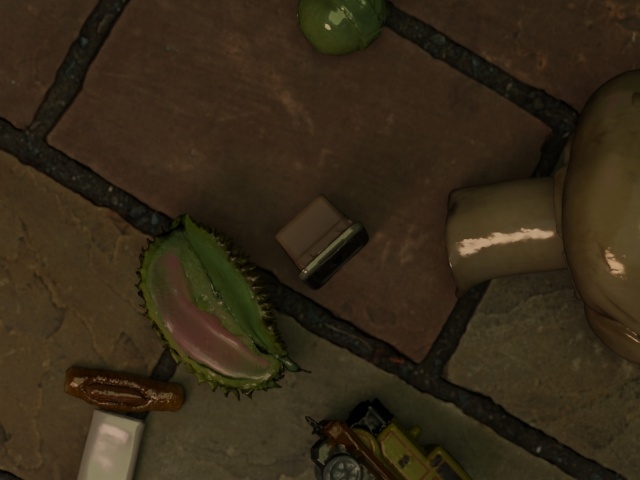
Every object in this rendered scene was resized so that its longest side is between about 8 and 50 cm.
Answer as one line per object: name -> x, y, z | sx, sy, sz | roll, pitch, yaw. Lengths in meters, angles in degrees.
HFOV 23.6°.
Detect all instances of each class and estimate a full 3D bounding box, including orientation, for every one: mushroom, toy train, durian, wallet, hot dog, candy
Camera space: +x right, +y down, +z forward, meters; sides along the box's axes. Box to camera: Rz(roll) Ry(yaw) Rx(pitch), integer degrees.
mushroom -> 0.292, -0.019, 1.623 | 0.336, 0.314, 0.315 | -7, 91, 19
toy train -> 0.076, 0.257, 1.694 | 0.127, 0.089, 0.219 | -44, 92, -12
durian -> -0.110, 0.074, 1.680 | 0.137, 0.095, 0.221 | -31, 95, 34
wallet -> -0.238, 0.253, 1.708 | 0.061, 0.025, 0.122 | 14, 91, -4
hot dog -> -0.219, 0.170, 1.707 | 0.137, 0.028, 0.044 | 11, 97, -4
candy -> 0.104, -0.335, 1.699 | 0.335, 0.093, 0.092 | -47, 136, -9

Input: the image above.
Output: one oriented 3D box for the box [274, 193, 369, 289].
box -> 0.000, 0.000, 1.671 | 0.089, 0.122, 0.062 | -43, 81, -1
